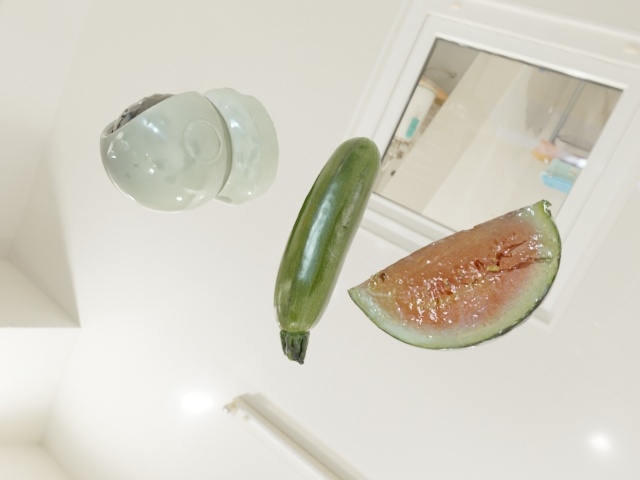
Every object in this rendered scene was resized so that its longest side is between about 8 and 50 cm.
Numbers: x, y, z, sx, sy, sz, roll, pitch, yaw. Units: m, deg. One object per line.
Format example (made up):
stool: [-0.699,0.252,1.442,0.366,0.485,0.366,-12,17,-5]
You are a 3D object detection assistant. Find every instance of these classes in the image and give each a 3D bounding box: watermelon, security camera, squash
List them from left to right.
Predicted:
security camera: [-0.205,-0.131,0.711,0.195,0.194,0.236,31,-146,34]
squash: [0.000,0.000,0.499,0.066,0.252,0.066,21,168,5]
watermelon: [0.111,0.048,0.351,0.087,0.163,0.069,53,-158,-25]
